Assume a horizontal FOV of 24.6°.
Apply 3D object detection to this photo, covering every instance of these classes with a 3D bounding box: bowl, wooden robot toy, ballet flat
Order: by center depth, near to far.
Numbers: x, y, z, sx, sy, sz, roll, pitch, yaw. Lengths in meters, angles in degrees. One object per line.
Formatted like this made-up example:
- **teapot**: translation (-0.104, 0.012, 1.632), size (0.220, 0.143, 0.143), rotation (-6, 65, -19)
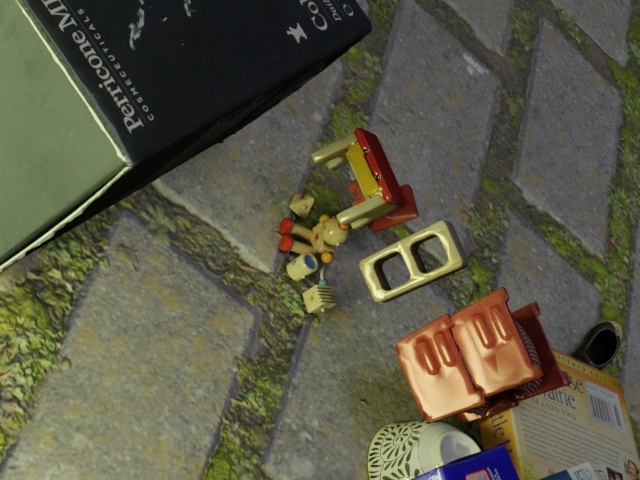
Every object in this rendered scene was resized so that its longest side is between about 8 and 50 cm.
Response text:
- **bowl**: translation (0.149, 0.281, 1.786), size (0.170, 0.080, 0.170), rotation (23, 48, -27)
- **wooden robot toy**: translation (0.000, 0.000, 1.833), size (0.076, 0.079, 0.173), rotation (23, 49, -36)
- **ballet flat**: translation (0.419, 0.166, 2.193), size (0.057, 0.049, 0.173), rotation (57, 38, -2)

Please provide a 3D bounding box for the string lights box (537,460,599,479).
- **string lights box**: translation (0.197, 0.348, 1.688), size (0.260, 0.133, 0.076), rotation (-16, 65, -27)

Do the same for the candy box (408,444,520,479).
- **candy box**: translation (0.091, 0.390, 1.476), size (0.122, 0.317, 0.268), rotation (-6, 69, -47)

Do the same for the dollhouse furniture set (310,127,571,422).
- **dollhouse furniture set**: translation (0.153, 0.036, 1.823), size (0.374, 0.152, 0.201), rotation (67, 15, 13)

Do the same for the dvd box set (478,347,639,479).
- **dvd box set**: translation (0.335, 0.341, 1.947), size (0.308, 0.062, 0.420), rotation (25, 46, -41)

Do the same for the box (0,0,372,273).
- **box**: translation (-0.274, -0.290, 1.571), size (0.480, 0.297, 0.472), rotation (56, 40, -3)
